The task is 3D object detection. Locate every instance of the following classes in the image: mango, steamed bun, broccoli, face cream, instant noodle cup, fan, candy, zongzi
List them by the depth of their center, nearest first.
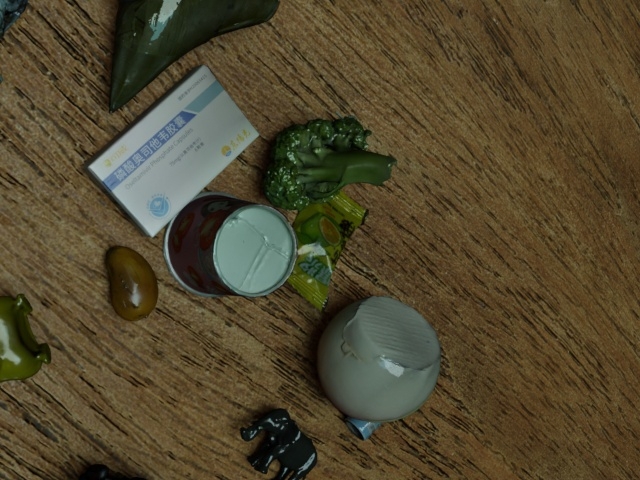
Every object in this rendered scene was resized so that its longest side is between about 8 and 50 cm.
[{"bbox_3d":[-0.391,0.088,1.529,0.105,0.084,0.159,-15,101,-35],"label":"mango"},{"bbox_3d":[-0.262,-0.441,1.539,0.356,0.174,0.393,2,101,-37],"label":"zongzi"},{"bbox_3d":[-0.184,0.017,1.563,0.243,0.231,0.243,-3,95,-30],"label":"instant noodle cup"},{"bbox_3d":[0.028,-0.169,1.675,0.254,0.302,0.186,-79,169,-48],"label":"broccoli"},{"bbox_3d":[0.120,0.304,1.749,0.309,0.309,0.309,-2,94,-30],"label":"steamed bun"},{"bbox_3d":[0.000,0.000,1.760,0.187,0.081,0.297,38,61,-25],"label":"candy"},{"bbox_3d":[0.065,-0.293,1.823,0.083,0.004,0.056,43,71,-24],"label":"fan"},{"bbox_3d":[0.166,0.410,1.880,0.229,0.075,0.075,-39,111,-23],"label":"face cream"}]

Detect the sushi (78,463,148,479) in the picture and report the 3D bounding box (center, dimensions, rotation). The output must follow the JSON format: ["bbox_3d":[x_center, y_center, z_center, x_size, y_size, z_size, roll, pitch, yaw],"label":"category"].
[{"bbox_3d":[-0.438,0.569,1.457,0.215,0.212,0.227,38,76,-34],"label":"sushi"}]

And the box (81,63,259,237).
[{"bbox_3d":[-0.313,-0.194,1.569,0.343,0.065,0.200,-47,113,-20],"label":"box"}]

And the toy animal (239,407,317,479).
[{"bbox_3d":[-0.100,0.485,1.718,0.146,0.114,0.245,-45,135,-14],"label":"toy animal"}]

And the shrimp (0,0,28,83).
[{"bbox_3d":[-0.654,-0.353,1.312,0.172,0.137,0.372,43,70,-8],"label":"shrimp"}]

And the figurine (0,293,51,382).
[{"bbox_3d":[-0.671,0.209,1.326,0.326,0.169,0.218,-22,88,-30],"label":"figurine"}]
